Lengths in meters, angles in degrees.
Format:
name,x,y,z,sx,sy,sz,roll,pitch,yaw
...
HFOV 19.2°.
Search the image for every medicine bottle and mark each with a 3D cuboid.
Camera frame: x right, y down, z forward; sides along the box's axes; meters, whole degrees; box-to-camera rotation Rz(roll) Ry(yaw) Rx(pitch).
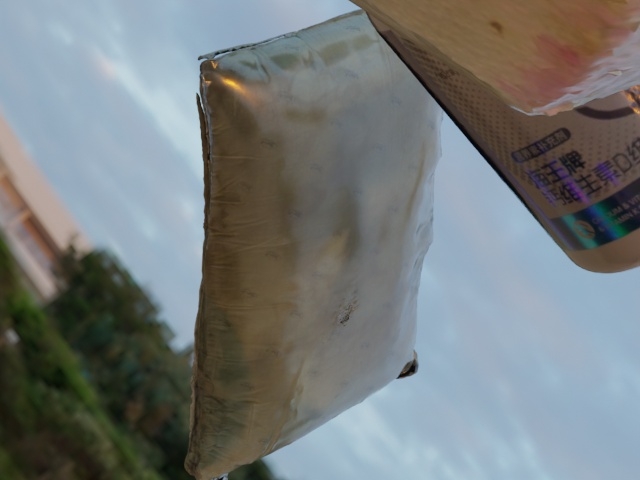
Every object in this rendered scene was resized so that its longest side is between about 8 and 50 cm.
name,x,y,z,sx,sy,sz,roll,pitch,yaw
medicine bottle,0.087,-0.088,0.742,0.191,0.107,0.107,48,-12,-15

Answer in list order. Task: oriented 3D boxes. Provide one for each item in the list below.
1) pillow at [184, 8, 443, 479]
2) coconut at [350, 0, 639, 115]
name,x,y,z,sx,sy,sz,roll,pitch,yaw
pillow,0.000,0.000,1.099,0.075,0.185,0.302,37,-43,36
coconut,0.078,-0.184,0.476,0.309,0.297,0.297,32,-14,-1
